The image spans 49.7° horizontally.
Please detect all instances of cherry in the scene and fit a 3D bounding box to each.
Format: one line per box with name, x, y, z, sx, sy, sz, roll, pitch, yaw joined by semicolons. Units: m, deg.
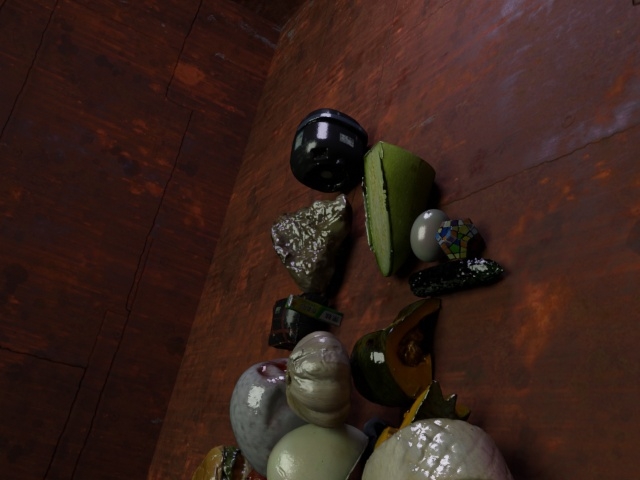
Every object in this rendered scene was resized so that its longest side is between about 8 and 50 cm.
cherry;-0.093;0.465;1.826;0.291;0.326;0.335;13;75;34

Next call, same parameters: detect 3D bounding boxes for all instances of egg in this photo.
egg;0.275;-0.012;1.710;0.103;0.103;0.135;-9;64;64
egg;-0.023;0.514;1.618;0.264;0.174;0.286;-49;-5;14

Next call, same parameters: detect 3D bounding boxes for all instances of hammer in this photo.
hammer;0.138;0.543;1.600;0.137;0.037;0.290;-54;26;34

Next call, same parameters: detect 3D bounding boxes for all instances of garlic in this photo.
garlic;-0.006;0.318;1.590;0.228;0.152;0.228;175;90;-86

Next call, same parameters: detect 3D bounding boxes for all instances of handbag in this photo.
handbag;-0.073;0.263;2.175;0.215;0.155;0.169;-22;59;59

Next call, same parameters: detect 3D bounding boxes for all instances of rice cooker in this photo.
rice cooker;0.026;-0.301;2.354;0.267;0.267;0.224;-41;35;48

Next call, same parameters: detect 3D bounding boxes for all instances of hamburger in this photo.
hamburger;-0.309;0.769;2.238;0.209;0.162;0.330;-64;18;12

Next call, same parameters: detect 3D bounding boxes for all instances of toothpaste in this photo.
toothpaste;-0.019;0.209;2.070;0.037;0.178;0.043;-9;60;65

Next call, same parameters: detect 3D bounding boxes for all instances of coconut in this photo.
coconut;0.208;0.480;1.195;0.329;0.329;0.329;-48;29;39

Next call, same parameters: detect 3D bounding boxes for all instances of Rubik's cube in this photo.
Rubik's cube;0.323;-0.004;1.609;0.111;0.111;0.093;-13;83;63

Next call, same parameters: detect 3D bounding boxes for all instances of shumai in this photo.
shumai;0.003;-0.001;2.246;0.283;0.217;0.346;-32;41;3

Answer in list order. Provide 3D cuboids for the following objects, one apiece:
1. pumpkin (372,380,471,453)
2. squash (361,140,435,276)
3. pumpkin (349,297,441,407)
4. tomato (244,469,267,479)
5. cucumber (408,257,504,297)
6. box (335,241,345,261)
pumpkin;0.205;0.414;1.395;0.149;0.130;0.254;-57;0;-44
squash;0.171;-0.071;1.870;0.233;0.210;0.309;155;139;-78
pumpkin;0.207;0.273;1.634;0.280;0.190;0.139;-30;-2;-35
tomato;-0.179;0.766;2.032;0.228;0.101;0.228;-43;35;42
cucumber;0.311;0.080;1.595;0.300;0.072;0.072;-23;49;58
box;0.049;0.036;2.280;0.082;0.023;0.051;-56;25;27
